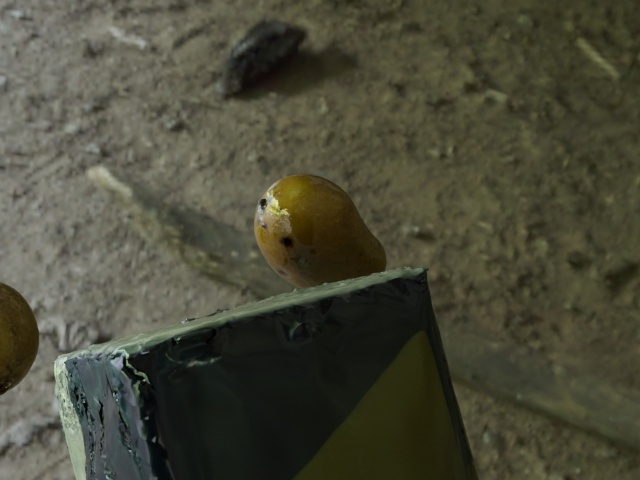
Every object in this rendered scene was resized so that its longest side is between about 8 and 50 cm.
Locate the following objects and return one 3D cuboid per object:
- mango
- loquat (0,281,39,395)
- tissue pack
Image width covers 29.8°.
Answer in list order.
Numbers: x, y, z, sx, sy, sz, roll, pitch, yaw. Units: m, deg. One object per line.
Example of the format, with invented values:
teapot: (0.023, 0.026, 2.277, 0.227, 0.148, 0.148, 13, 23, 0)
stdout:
mango: (-0.004, 0.000, 1.297, 0.115, 0.178, 0.090, -21, 49, 15)
loquat: (-0.393, 0.117, 1.403, 0.141, 0.141, 0.141, 11, 32, -7)
tissue pack: (-0.019, 0.253, 0.913, 0.264, 0.417, 0.253, -13, -1, -29)
